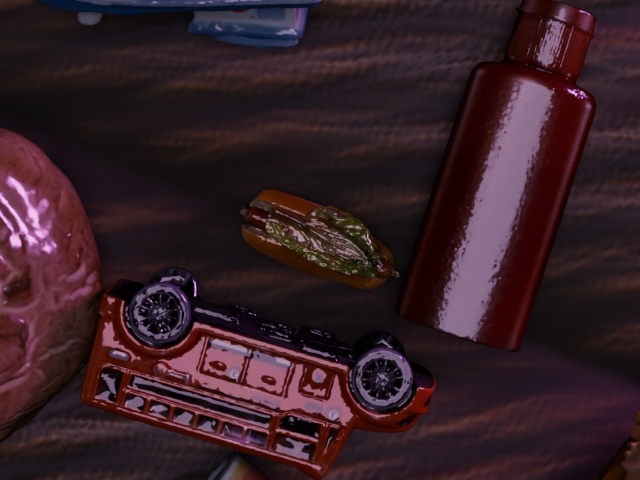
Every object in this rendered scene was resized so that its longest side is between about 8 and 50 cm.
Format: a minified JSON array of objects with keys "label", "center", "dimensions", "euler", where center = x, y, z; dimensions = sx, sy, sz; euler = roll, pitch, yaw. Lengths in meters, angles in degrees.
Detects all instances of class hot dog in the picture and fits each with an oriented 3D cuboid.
[{"label":"hot dog","center":[0.000,0.000,1.155],"dimensions":[0.133,0.041,0.056],"euler":[23,94,-3]}]

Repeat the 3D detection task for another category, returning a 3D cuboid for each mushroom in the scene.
[{"label":"mushroom","center":[-0.246,0.066,1.124],"dimensions":[0.151,0.156,0.286],"euler":[21,94,-31]}]

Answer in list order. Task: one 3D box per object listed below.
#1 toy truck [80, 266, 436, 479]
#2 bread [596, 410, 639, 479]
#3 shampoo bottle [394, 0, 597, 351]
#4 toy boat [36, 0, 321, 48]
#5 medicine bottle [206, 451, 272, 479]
[{"label":"toy truck","center":[-0.046,0.103,1.129],"dimensions":[0.252,0.107,0.114],"euler":[17,94,-1]},{"label":"bread","center":[0.287,0.283,1.079],"dimensions":[0.236,0.183,0.389],"euler":[34,64,-25]},{"label":"shampoo bottle","center":[0.142,-0.052,1.143],"dimensions":[0.102,0.064,0.260],"euler":[18,93,1]},{"label":"toy boat","center":[-0.109,-0.196,1.120],"dimensions":[0.237,0.098,0.109],"euler":[4,51,7]},{"label":"medicine bottle","center":[0.070,0.329,1.148],"dimensions":[0.426,0.108,0.108],"euler":[38,93,-3]}]
